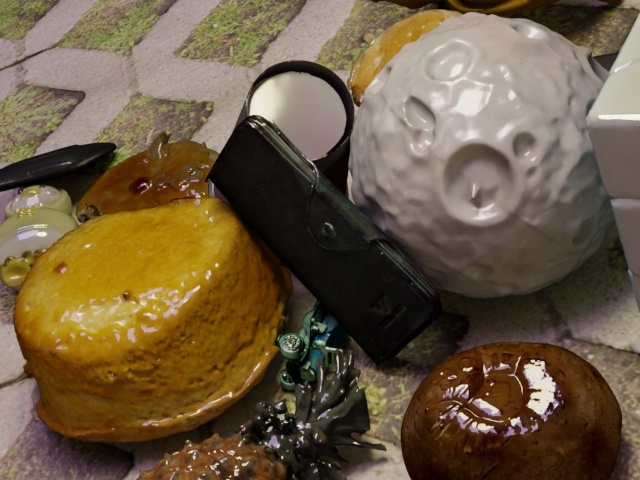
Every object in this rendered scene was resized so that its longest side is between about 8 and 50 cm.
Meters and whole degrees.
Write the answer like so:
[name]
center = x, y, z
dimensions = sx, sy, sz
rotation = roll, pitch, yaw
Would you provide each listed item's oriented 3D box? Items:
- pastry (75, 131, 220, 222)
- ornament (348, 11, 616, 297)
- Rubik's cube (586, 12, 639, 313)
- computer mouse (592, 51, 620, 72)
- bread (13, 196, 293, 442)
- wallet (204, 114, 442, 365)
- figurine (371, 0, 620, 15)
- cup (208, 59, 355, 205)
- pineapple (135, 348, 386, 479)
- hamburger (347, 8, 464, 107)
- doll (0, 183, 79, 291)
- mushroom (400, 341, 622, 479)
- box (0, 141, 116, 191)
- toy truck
[pastry]
center = -0.236, -0.052, 1.958
dimensions = 0.236, 0.121, 0.257
rotation = -23, 35, 2
[ornament]
center = 0.195, -0.094, 1.567
dimensions = 0.337, 0.337, 0.337
rotation = -16, 36, 12
[Rubik's cube]
center = 0.503, -0.101, 1.420
dimensions = 0.319, 0.316, 0.322
rotation = 2, 44, 33
[computer mouse]
center = 0.388, -0.209, 1.847
dimensions = 0.192, 0.062, 0.106
rotation = 2, 44, 41
[bread]
center = -0.222, 0.090, 1.699
dimensions = 0.358, 0.204, 0.337
rotation = -12, 31, 21
[wallet]
center = 0.000, 0.000, 1.569
dimensions = 0.045, 0.318, 0.172
rotation = -39, -6, -34
[figurine]
center = 0.247, -0.447, 2.067
dimensions = 0.387, 0.268, 0.401
rotation = 2, 38, 36
[cup]
center = -0.042, -0.109, 1.730
dimensions = 0.203, 0.288, 0.203
rotation = 2, 71, -7
[pineapple]
center = -0.063, 0.248, 1.461
dimensions = 0.169, 0.169, 0.340
rotation = 16, 43, 43
[hamburger]
center = 0.171, -0.205, 1.889
dimensions = 0.244, 0.163, 0.244
rotation = -17, 43, 16
[doll]
center = -0.432, -0.018, 2.033
dimensions = 0.141, 0.117, 0.296
rotation = -20, 35, -1
[mushroom]
center = 0.191, 0.193, 1.375
dimensions = 0.231, 0.138, 0.194
rotation = -17, 36, 10
[box]
center = -0.440, -0.122, 2.182
dimensions = 0.201, 0.042, 0.212
rotation = -14, 10, 16
[toy truck]
center = 0.007, 0.113, 1.648
dimensions = 0.078, 0.080, 0.154
rotation = 16, 48, 16
